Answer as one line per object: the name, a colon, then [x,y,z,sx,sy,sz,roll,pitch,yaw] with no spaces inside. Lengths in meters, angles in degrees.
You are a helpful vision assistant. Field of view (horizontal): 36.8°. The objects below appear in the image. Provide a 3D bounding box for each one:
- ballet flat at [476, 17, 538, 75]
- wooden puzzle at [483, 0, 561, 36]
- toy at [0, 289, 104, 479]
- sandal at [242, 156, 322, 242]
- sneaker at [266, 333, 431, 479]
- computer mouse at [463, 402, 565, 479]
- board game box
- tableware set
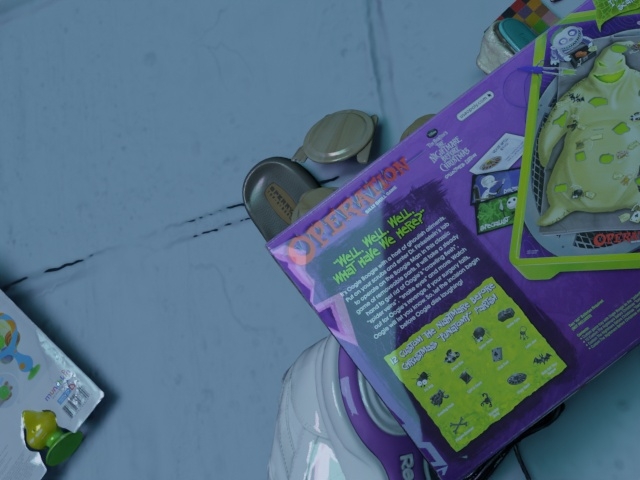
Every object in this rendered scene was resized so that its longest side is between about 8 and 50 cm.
ballet flat: [0.182,-0.103,0.740,0.168,0.057,0.052,55,139,25]
wooden puzzle: [0.168,-0.173,0.787,0.083,0.006,0.049,-44,61,13]
toy: [-0.316,0.130,0.945,0.237,0.056,0.137,39,93,26]
sandal: [0.000,0.000,0.801,0.090,0.060,0.219,-47,60,10]
sneaker: [0.029,0.218,0.713,0.152,0.114,0.305,-30,58,52]
computer mouse: [0.162,0.207,0.668,0.106,0.042,0.193,-33,63,17]
board game box: [0.160,-0.020,0.657,0.347,0.056,0.208,-37,77,-2]
tableware set: [0.046,-0.057,0.778,0.168,0.020,0.141,-1,48,26]
